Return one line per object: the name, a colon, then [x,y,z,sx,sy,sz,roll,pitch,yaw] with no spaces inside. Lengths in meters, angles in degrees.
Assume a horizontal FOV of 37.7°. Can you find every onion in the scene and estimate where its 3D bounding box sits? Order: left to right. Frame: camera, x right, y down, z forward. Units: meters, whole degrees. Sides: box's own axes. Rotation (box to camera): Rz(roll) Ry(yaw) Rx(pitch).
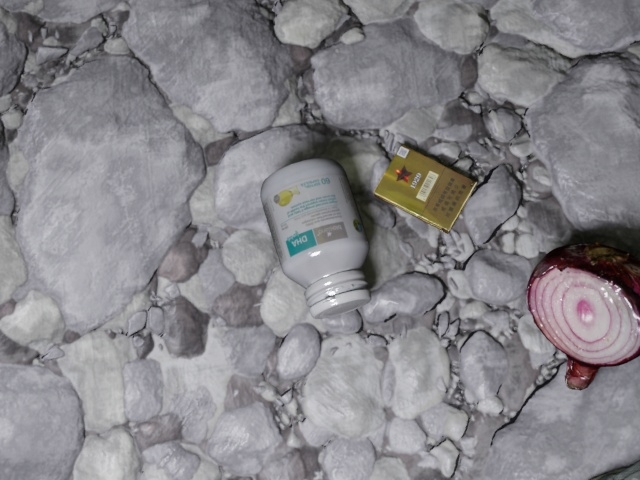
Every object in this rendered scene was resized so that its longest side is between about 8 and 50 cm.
onion: [0.388,0.111,1.318,0.195,0.139,0.218,15,121,32]

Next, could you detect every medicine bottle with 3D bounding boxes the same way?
medicine bottle: [0.000,0.000,1.378,0.135,0.135,0.216,-18,75,2]

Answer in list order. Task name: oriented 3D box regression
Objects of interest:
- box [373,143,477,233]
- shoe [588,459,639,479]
box: [0.160,-0.079,1.438,0.133,0.023,0.090,27,80,12]
shoe: [0.469,0.334,1.232,0.336,0.171,0.132,-32,76,-2]
